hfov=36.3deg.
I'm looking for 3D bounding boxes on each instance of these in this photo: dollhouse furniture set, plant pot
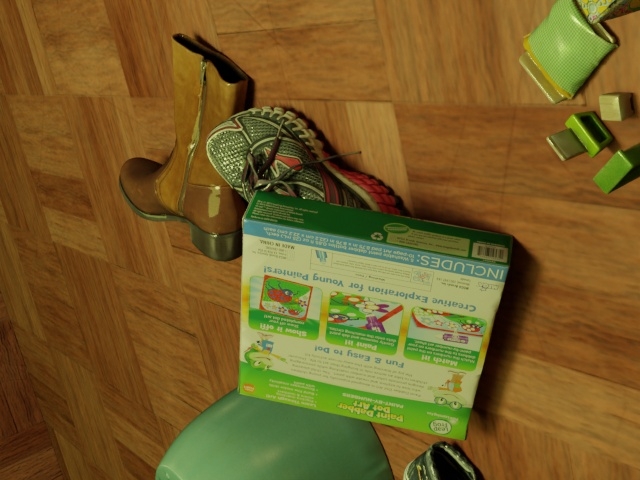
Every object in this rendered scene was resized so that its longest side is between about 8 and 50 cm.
[{"bbox_3d":[0.195,-0.109,0.739,0.152,0.058,0.076,57,149,17],"label":"dollhouse furniture set"},{"bbox_3d":[-0.078,0.333,1.314,0.293,0.235,0.293,37,138,42],"label":"plant pot"}]

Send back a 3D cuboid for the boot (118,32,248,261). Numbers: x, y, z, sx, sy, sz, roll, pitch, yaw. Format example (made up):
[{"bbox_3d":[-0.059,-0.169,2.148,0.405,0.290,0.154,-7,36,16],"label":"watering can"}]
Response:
[{"bbox_3d":[-0.196,-0.141,1.323,0.264,0.096,0.280,39,139,41],"label":"boot"}]

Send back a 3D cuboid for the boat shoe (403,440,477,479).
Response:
[{"bbox_3d":[0.158,0.314,1.084,0.183,0.065,0.083,56,150,21],"label":"boat shoe"}]

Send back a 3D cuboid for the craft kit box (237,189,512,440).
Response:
[{"bbox_3d":[0.045,0.080,0.973,0.249,0.061,0.247,11,128,6],"label":"craft kit box"}]

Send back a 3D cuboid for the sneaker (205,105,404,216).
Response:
[{"bbox_3d":[-0.039,-0.062,1.083,0.299,0.112,0.121,35,127,41],"label":"sneaker"}]

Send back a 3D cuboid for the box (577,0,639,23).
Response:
[{"bbox_3d":[0.205,-0.311,0.466,0.279,0.177,0.290,63,150,8],"label":"box"}]
